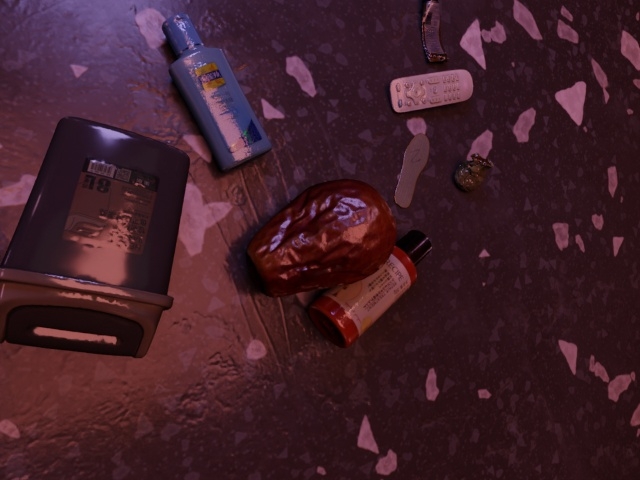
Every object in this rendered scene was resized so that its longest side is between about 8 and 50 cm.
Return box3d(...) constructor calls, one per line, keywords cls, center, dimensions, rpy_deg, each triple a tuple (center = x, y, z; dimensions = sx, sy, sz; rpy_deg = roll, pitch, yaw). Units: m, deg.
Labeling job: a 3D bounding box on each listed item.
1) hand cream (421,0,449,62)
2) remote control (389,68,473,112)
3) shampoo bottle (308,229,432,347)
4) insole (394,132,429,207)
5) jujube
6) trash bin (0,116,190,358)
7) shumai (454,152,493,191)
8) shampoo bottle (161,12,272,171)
box3d(cls="hand cream", center=(0.263, -0.496, 0.998), dimensions=(0.062, 0.039, 0.163), rpy_deg=(-10, 95, -30))
box3d(cls="remote control", center=(0.252, -0.341, 0.972), dimensions=(0.229, 0.044, 0.073), rpy_deg=(-16, 108, -20))
box3d(cls="shampoo bottle", center=(0.109, 0.077, 0.819), dimensions=(0.278, 0.104, 0.104), rpy_deg=(-39, 102, -25))
box3d(cls="insole", center=(0.203, -0.158, 0.947), dimensions=(0.064, 0.004, 0.188), rpy_deg=(27, 73, -21))
box3d(cls="jujube", center=(0.000, 0.000, 0.731), dimensions=(0.256, 0.190, 0.189), rpy_deg=(-24, 96, -16))
box3d(cls="trash bin", center=(-0.297, 0.002, 0.581), dimensions=(0.210, 0.182, 0.290), rpy_deg=(15, 73, -24))
box3d(cls="shumai", center=(0.361, -0.156, 0.986), dimensions=(0.083, 0.080, 0.082), rpy_deg=(4, 85, -29))
box3d(cls="shampoo bottle", center=(-0.184, -0.251, 0.726), dimensions=(0.104, 0.061, 0.258), rpy_deg=(-32, 99, -26))
